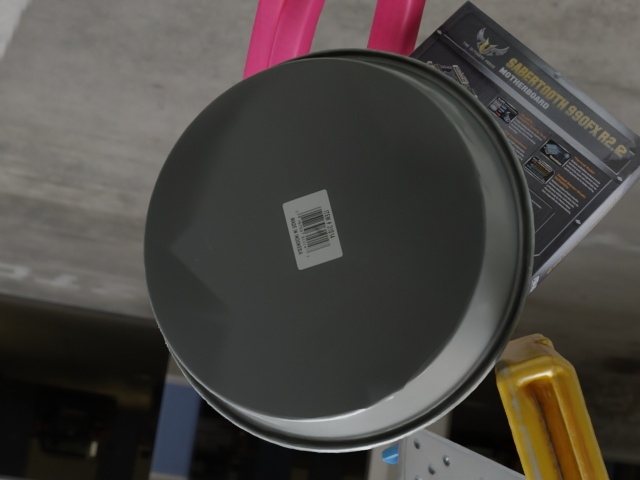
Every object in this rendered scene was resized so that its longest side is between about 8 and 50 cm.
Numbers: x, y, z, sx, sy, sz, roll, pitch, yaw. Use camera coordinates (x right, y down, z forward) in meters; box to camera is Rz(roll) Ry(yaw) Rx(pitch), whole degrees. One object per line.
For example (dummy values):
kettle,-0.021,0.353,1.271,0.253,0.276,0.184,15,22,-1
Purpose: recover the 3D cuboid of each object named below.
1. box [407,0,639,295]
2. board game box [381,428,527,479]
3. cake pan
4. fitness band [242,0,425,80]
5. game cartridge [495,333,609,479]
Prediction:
box,0.158,-0.085,1.203,0.231,0.183,0.056,41,165,15
board game box,0.210,0.433,1.347,0.390,0.390,0.050,28,138,-28
cake pan,0.000,0.000,0.916,0.293,0.293,0.054,3,172,21
fitness band,0.014,-0.171,1.202,0.054,0.290,0.209,30,-147,26
game cartridge,0.186,0.209,0.916,0.053,0.285,0.324,-17,177,8
